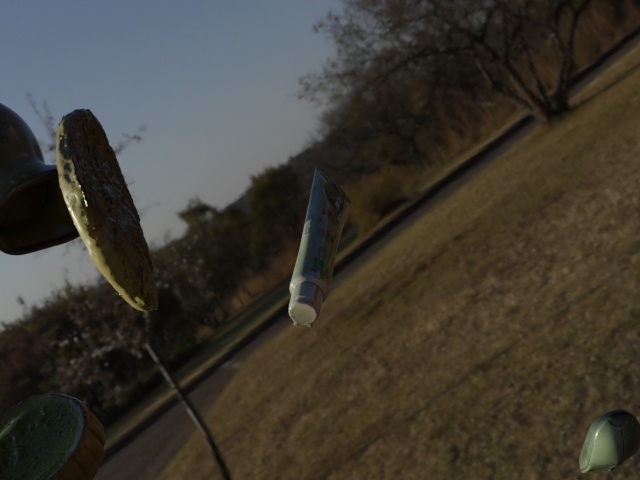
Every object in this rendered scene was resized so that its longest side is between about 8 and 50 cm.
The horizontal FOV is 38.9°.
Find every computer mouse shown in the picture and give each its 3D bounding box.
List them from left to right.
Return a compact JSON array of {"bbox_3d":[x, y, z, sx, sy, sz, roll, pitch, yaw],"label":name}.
[{"bbox_3d":[0.576,0.416,1.794,0.113,0.068,0.229,-15,-40,-5],"label":"computer mouse"}]

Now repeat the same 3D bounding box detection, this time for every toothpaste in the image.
[{"bbox_3d":[0.000,0.000,1.251,0.056,0.058,0.314,4,35,6],"label":"toothpaste"}]

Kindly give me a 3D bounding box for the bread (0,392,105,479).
[{"bbox_3d":[-0.462,0.355,1.475,0.236,0.070,0.236,-15,39,12],"label":"bread"}]

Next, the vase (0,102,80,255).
[{"bbox_3d":[-0.589,-0.079,1.532,0.329,0.302,0.240,-43,-26,-36],"label":"vase"}]

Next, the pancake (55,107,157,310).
[{"bbox_3d":[-0.333,-0.041,1.441,0.065,0.356,0.356,-24,1,-1],"label":"pancake"}]
